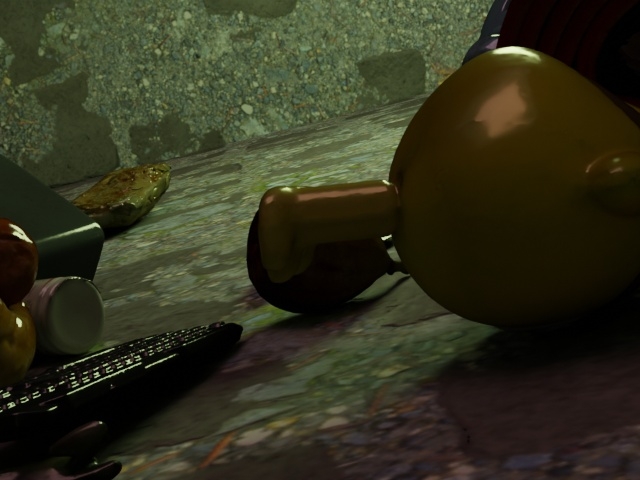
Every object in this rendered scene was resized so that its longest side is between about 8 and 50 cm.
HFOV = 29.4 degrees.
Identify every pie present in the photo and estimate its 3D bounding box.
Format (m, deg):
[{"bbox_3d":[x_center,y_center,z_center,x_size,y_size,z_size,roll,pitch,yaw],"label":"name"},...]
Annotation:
[{"bbox_3d":[-0.272,-0.055,1.659,0.128,0.068,0.282,-14,9,8],"label":"pie"}]

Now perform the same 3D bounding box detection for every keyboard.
[{"bbox_3d":[-0.129,0.076,0.677,0.106,0.016,0.262,-11,2,19],"label":"keyboard"}]

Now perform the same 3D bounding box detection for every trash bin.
[{"bbox_3d":[-0.320,0.010,1.030,0.176,0.101,0.236,32,27,24],"label":"trash bin"}]

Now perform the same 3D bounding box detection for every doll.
[{"bbox_3d":[0.153,-0.032,0.627,0.362,0.145,0.199,-6,5,5],"label":"doll"}]

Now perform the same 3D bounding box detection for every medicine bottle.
[{"bbox_3d":[-0.206,0.057,0.890,0.089,0.057,0.057,-7,11,38],"label":"medicine bottle"}]

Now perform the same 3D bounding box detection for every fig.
[{"bbox_3d":[0.014,0.010,0.817,0.125,0.089,0.089,7,1,-21],"label":"fig"}]

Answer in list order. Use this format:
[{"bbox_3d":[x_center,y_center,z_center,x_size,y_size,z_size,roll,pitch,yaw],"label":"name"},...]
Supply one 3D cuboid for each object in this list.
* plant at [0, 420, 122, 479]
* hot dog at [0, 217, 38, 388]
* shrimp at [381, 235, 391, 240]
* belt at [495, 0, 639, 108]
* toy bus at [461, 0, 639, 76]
[{"bbox_3d":[-0.240,0.142,0.411,0.251,0.180,0.333,-17,-25,15],"label":"plant"},{"bbox_3d":[-0.290,0.037,0.810,0.256,0.150,0.153,-9,34,32],"label":"hot dog"},{"bbox_3d":[0.000,0.000,0.981,0.101,0.042,0.190,-2,12,25],"label":"shrimp"},{"bbox_3d":[0.264,-0.125,0.738,0.323,0.227,0.115,-14,11,11],"label":"belt"},{"bbox_3d":[0.274,-0.153,0.956,0.294,0.232,0.197,-10,45,51],"label":"toy bus"}]
